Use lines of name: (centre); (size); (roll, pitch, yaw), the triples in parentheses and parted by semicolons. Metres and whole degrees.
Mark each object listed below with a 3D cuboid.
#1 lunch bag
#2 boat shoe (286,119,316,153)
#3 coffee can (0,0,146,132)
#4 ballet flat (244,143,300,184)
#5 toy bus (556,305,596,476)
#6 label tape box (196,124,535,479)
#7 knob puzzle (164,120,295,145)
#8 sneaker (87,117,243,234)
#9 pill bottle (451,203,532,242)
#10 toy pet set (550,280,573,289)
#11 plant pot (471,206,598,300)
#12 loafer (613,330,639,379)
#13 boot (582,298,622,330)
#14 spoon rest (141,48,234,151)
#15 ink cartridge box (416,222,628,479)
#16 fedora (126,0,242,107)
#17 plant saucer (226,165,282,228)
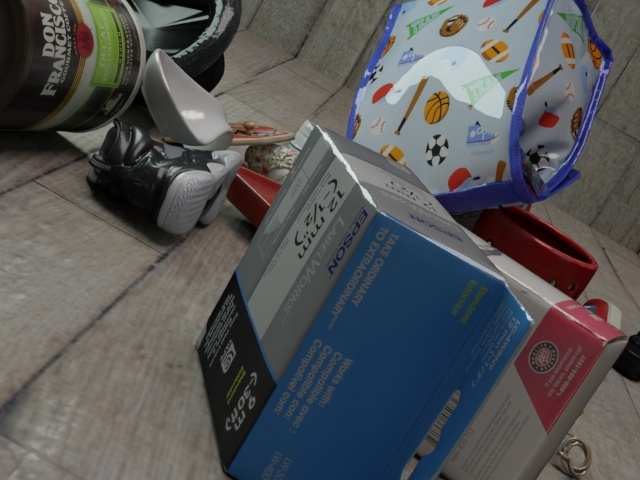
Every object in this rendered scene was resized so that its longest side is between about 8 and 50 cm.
lunch bag: (0.228, -0.186, 1.771); (0.327, 0.385, 0.239); (-8, -45, 39)
boat shoe: (0.069, -0.132, 2.162); (0.267, 0.088, 0.096); (31, 13, 6)
coffee can: (-0.359, -0.229, 1.391); (0.201, 0.201, 0.275); (33, 14, 13)
ballet flat: (-0.014, -0.078, 1.834); (0.241, 0.091, 0.077); (25, 43, -4)
toy bus: (0.235, 0.162, 1.407); (0.191, 0.202, 0.104); (19, -14, -15)
label tape box: (0.014, 0.076, 0.965); (0.115, 0.249, 0.348); (26, 14, -18)
knob puzzle: (-0.136, -0.178, 1.853); (0.213, 0.030, 0.213); (2, 13, -1)
sneaker: (-0.193, -0.090, 1.451); (0.153, 0.101, 0.268); (28, 12, 3)
pill bottle: (0.261, -0.132, 2.158); (0.210, 0.210, 0.363); (36, 1, 24)
toy pet set: (0.470, 0.068, 2.323); (0.122, 0.065, 0.114); (30, 14, 1)
plant pot: (0.295, 0.057, 1.771); (0.191, 0.174, 0.191); (28, 13, -7)
loafer: (0.575, 0.195, 2.058); (0.076, 0.078, 0.223); (36, 15, 24)
boot: (0.411, 0.122, 1.977); (0.176, 0.088, 0.244); (29, 17, 3)
spoon rest: (-0.175, -0.171, 1.595); (0.276, 0.084, 0.137); (65, 2, -76)
ink cartridge box: (0.135, 0.104, 1.205); (0.283, 0.207, 0.117); (36, 14, 23)
fedora: (-0.272, -0.310, 1.888); (0.334, 0.334, 0.152); (40, -18, 36)
plant saucer: (0.000, 0.000, 1.610); (0.259, 0.048, 0.258); (23, 14, -45)
